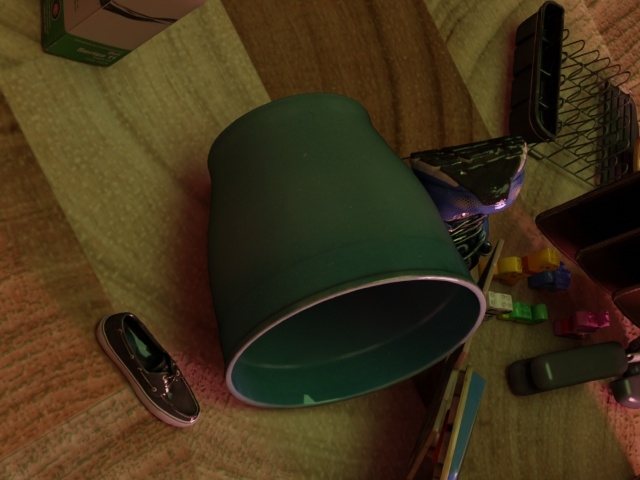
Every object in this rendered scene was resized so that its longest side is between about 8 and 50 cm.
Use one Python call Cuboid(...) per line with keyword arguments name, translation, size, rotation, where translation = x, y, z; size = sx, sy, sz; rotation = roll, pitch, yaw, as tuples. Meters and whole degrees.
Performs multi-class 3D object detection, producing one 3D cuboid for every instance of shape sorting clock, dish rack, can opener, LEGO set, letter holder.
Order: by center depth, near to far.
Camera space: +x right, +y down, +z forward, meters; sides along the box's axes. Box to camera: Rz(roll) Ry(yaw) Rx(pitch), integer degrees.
Cuboid(name="shape sorting clock", translation=(0.134, 0.234, 1.705), size=(0.040, 0.206, 0.206), rotation=(17, 53, 9))
Cuboid(name="LEGO set", translation=(0.274, 0.057, 1.952), size=(0.227, 0.093, 0.087), rotation=(11, 66, -39))
Cuboid(name="letter holder", translation=(0.423, 0.050, 1.966), size=(0.302, 0.214, 0.152), rotation=(31, 46, -48))
Cuboid(name="can opener", translation=(0.354, 0.169, 1.993), size=(0.280, 0.074, 0.093), rotation=(0, 74, -42))
Cuboid(name="dish rack", translation=(0.362, -0.175, 2.140), size=(0.271, 0.074, 0.208), rotation=(27, 58, -33))

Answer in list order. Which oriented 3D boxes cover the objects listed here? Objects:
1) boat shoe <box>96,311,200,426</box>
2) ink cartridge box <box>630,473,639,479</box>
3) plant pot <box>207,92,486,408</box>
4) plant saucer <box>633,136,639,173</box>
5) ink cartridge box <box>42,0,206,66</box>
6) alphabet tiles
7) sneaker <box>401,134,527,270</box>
Cuboid(name="boat shoe", translation=(-0.165, 0.128, 1.561), size=(0.142, 0.040, 0.049), rotation=(50, 47, -15))
Cuboid(name="ink cartridge box", translation=(0.394, 0.376, 1.808), size=(0.395, 0.270, 0.151), rotation=(-25, 89, -45))
Cuboid(name="plant pot", translation=(0.000, 0.000, 1.628), size=(0.271, 0.271, 0.255), rotation=(7, 53, -40))
Cuboid(name="plant saucer", translation=(0.444, -0.101, 2.170), size=(0.083, 0.013, 0.084), rotation=(-1, 90, -68))
Cuboid(name="ink cartridge box", translation=(-0.191, -0.287, 1.587), size=(0.086, 0.208, 0.153), rotation=(12, 66, -39))
Cuboid(name="alphabet tiles", translation=(0.145, 0.141, 1.744), size=(0.009, 0.198, 0.237), rotation=(21, 54, 2))
Cuboid(name="sneaker", translation=(0.155, -0.032, 1.746), size=(0.129, 0.330, 0.147), rotation=(-11, 90, -9))
